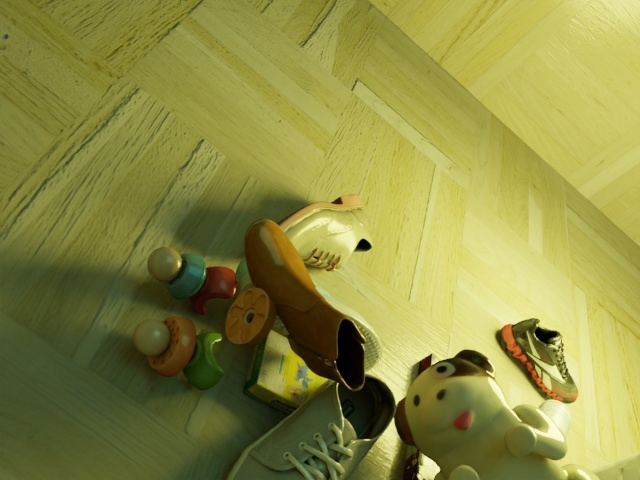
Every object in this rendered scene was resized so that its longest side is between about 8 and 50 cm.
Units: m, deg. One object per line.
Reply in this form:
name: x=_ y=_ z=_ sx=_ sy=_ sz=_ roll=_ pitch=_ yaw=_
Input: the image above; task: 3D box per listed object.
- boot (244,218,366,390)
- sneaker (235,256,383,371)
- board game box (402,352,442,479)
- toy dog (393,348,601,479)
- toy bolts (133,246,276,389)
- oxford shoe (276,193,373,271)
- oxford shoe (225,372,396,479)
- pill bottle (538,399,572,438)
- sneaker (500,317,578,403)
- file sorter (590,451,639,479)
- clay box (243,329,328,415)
boot: x=-0.017 y=0.104 z=1.206 sx=0.104 sy=0.211 sz=0.295 roll=-28 pitch=108 yaw=-24
sneaker: x=-0.018 y=0.135 z=1.430 sx=0.366 sy=0.135 sz=0.150 roll=39 pitch=18 yaw=-30
board game box: x=0.286 y=0.431 z=1.540 sx=0.208 sy=0.056 sz=0.347 roll=41 pitch=36 yaw=-17
toy dog: x=0.336 y=0.401 z=1.344 sx=0.408 sy=0.284 sz=0.395 roll=50 pitch=12 yaw=7
toy bolts: x=-0.209 y=0.100 z=1.203 sx=0.158 sy=0.218 sz=0.229 roll=34 pitch=29 yaw=-40
oxford shoe: x=0.000 y=0.000 z=1.566 sx=0.397 sy=0.140 sz=0.147 roll=-21 pitch=81 yaw=-50
oxford shoe: x=-0.017 y=0.367 z=1.180 sx=0.169 sy=0.130 sz=0.449 roll=54 pitch=49 yaw=-6
pill bottle: x=0.562 y=0.469 z=1.751 sx=0.087 sy=0.087 sz=0.160 roll=51 pitch=36 yaw=3
sneaker: x=0.612 y=0.318 z=1.902 sx=0.276 sy=0.135 sz=0.097 roll=50 pitch=34 yaw=0
file sorter: x=0.662 y=0.624 z=1.554 sx=0.193 sy=0.277 sz=0.173 roll=41 pitch=38 yaw=-9
clay box: x=-0.032 y=0.274 z=1.347 sx=0.222 sy=0.053 sz=0.127 roll=33 pitch=42 yaw=-22
